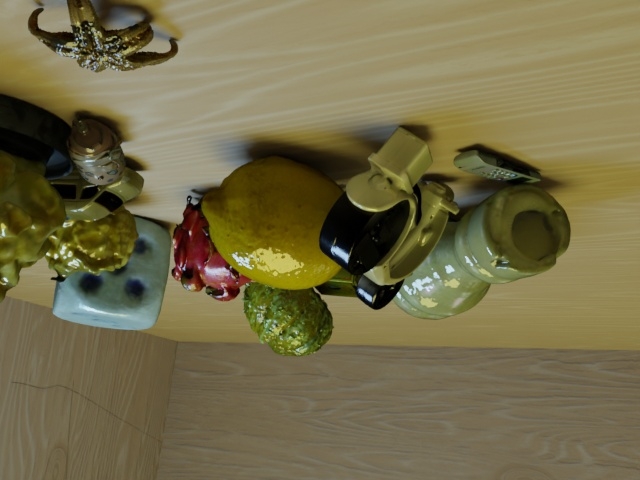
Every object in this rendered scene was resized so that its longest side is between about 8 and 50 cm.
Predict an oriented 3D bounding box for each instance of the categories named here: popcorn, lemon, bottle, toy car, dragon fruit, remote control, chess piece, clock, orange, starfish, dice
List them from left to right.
[{"bbox_3d":[-0.603,-0.040,1.486,0.312,0.312,0.312,6,165,2],"label":"popcorn"},{"bbox_3d":[-0.617,-0.193,1.579,0.319,0.066,0.319,7,166,2],"label":"clock"},{"bbox_3d":[-0.498,-0.103,1.750,0.257,0.124,0.101,4,166,15],"label":"toy car"},{"bbox_3d":[-0.542,-0.011,1.929,0.249,0.225,0.249,3,169,0],"label":"popcorn"},{"bbox_3d":[-0.409,-0.166,1.544,0.099,0.098,0.152,7,162,-3],"label":"bottle"},{"bbox_3d":[-0.290,-0.270,1.150,0.190,0.074,0.146,16,157,-37],"label":"starfish"},{"bbox_3d":[-0.541,0.083,2.199,0.263,0.264,0.268,12,163,-19],"label":"dice"},{"bbox_3d":[-0.202,0.011,1.861,0.243,0.227,0.307,5,163,-14],"label":"dragon fruit"},{"bbox_3d":[-0.076,-0.033,1.601,0.320,0.245,0.245,18,162,-23],"label":"lemon"},{"bbox_3d":[-0.095,0.215,2.432,0.300,0.223,0.301,46,-178,-26],"label":"orange"},{"bbox_3d":[0.133,-0.027,1.536,0.120,0.276,0.379,37,176,23],"label":"clock"},{"bbox_3d":[0.305,0.028,1.712,0.234,0.234,0.442,11,165,-15],"label":"chess piece"},{"bbox_3d":[0.315,-0.128,1.493,0.166,0.029,0.065,11,165,-35],"label":"remote control"}]

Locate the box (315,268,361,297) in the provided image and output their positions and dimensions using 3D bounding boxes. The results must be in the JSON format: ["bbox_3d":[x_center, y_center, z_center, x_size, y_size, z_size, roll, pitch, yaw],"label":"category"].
[{"bbox_3d":[0.050,0.112,2.446,0.141,0.064,0.220,5,164,12],"label":"box"}]
